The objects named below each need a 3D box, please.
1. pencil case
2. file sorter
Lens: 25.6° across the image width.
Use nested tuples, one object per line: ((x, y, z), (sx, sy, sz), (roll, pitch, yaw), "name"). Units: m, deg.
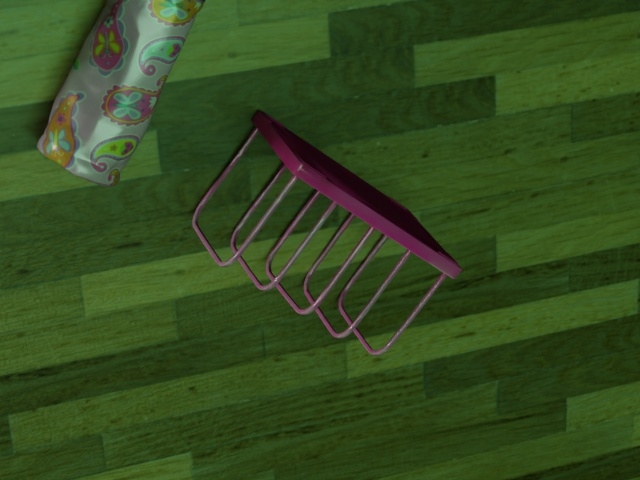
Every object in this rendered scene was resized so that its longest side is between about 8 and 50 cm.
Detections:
((-0.250, -0.212, 1.771), (0.124, 0.124, 0.284), (21, 101, -27), "pencil case")
((0.000, 0.000, 1.907), (0.290, 0.202, 0.182), (32, 100, -29), "file sorter")
